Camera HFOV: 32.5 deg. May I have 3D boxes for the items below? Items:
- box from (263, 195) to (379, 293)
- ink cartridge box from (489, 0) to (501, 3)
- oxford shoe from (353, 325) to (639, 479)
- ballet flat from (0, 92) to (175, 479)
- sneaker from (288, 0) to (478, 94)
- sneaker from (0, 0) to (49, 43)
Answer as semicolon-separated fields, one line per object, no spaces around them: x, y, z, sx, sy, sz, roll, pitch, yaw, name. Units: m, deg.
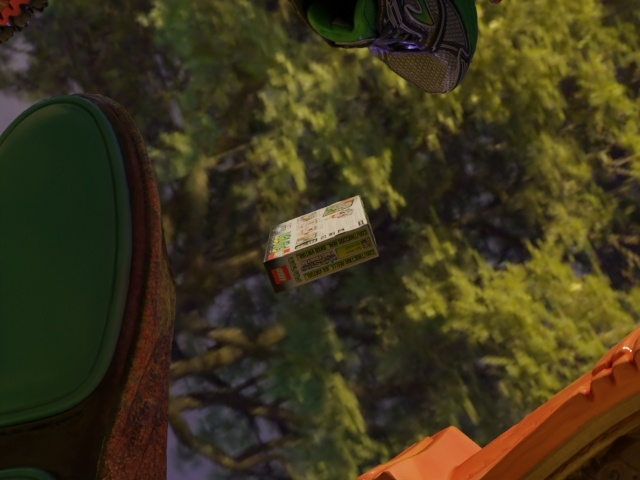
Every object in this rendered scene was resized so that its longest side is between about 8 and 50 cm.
0.000;0.000;1.189;0.207;0.114;0.036;-90;159;-79;box
0.224;-0.384;1.193;0.114;0.197;0.273;45;20;-11;ink cartridge box
0.124;0.086;0.337;0.363;0.130;0.133;-35;-102;25;oxford shoe
-0.116;0.102;0.511;0.123;0.123;0.349;115;-24;-62;ballet flat
0.039;-0.222;1.021;0.134;0.343;0.146;-9;-116;32;sneaker
-0.325;-0.348;1.217;0.135;0.276;0.098;34;23;-14;sneaker
